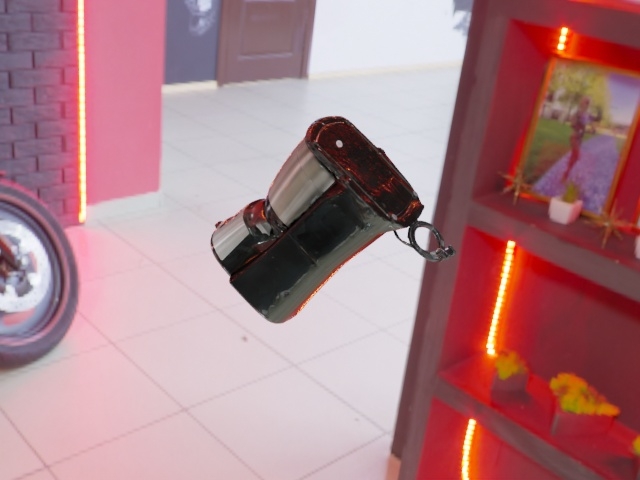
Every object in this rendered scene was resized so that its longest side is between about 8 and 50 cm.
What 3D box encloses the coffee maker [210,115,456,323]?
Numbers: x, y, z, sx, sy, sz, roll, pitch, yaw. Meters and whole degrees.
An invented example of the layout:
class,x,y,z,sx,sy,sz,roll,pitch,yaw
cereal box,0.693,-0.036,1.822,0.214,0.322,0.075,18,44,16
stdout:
class,x,y,z,sx,sy,sz,roll,pitch,yaw
coffee maker,0.000,0.000,0.758,0.120,0.178,0.171,-6,58,-50
